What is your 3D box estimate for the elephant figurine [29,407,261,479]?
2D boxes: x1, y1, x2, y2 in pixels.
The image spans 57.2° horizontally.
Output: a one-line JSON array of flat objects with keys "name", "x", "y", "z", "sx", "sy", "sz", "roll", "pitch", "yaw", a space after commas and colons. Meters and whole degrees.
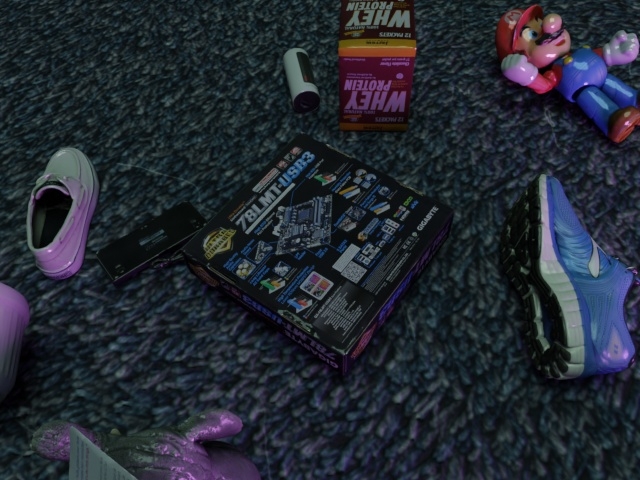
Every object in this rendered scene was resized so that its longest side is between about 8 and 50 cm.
[{"name": "elephant figurine", "x": -0.156, "y": 0.258, "z": 0.635, "sx": 0.186, "sy": 0.239, "sz": 0.169, "roll": -31, "pitch": 58, "yaw": -20}]

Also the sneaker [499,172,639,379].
[{"name": "sneaker", "x": 0.363, "y": 0.046, "z": 0.855, "sx": 0.147, "sy": 0.130, "sz": 0.330, "roll": 6, "pitch": 57, "yaw": -11}]

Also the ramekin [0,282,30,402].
[{"name": "ramekin", "x": -0.509, "y": 0.146, "z": 0.727, "sx": 0.273, "sy": 0.273, "sz": 0.127, "roll": -12, "pitch": 67, "yaw": -6}]

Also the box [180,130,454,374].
[{"name": "box", "x": 0.000, "y": 0.000, "z": 0.878, "sx": 0.293, "sy": 0.073, "sz": 0.295, "roll": 29, "pitch": 60, "yaw": 22}]

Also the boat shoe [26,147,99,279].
[{"name": "boat shoe", "x": -0.435, "y": -0.067, "z": 0.972, "sx": 0.096, "sy": 0.088, "sz": 0.267, "roll": -4, "pitch": 55, "yaw": 0}]

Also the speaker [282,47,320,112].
[{"name": "speaker", "x": -0.038, "y": -0.314, "z": 1.154, "sx": 0.055, "sy": 0.055, "sz": 0.136, "roll": -10, "pitch": 54, "yaw": -4}]

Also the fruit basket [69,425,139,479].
[{"name": "fruit basket", "x": -0.097, "y": 0.362, "z": 0.535, "sx": 0.353, "sy": 0.327, "sz": 0.165, "roll": 29, "pitch": 34, "yaw": 25}]

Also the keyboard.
[{"name": "keyboard", "x": -0.263, "y": 0.010, "z": 0.952, "sx": 0.180, "sy": 0.023, "sz": 0.108, "roll": -34, "pitch": 54, "yaw": -19}]

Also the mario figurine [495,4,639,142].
[{"name": "mario figurine", "x": 0.459, "y": -0.330, "z": 1.067, "sx": 0.320, "sy": 0.170, "sz": 0.198, "roll": 43, "pitch": 32, "yaw": 19}]

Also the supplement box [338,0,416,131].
[{"name": "supplement box", "x": 0.101, "y": -0.335, "z": 1.078, "sx": 0.129, "sy": 0.191, "sz": 0.194, "roll": 2, "pitch": 55, "yaw": 4}]
